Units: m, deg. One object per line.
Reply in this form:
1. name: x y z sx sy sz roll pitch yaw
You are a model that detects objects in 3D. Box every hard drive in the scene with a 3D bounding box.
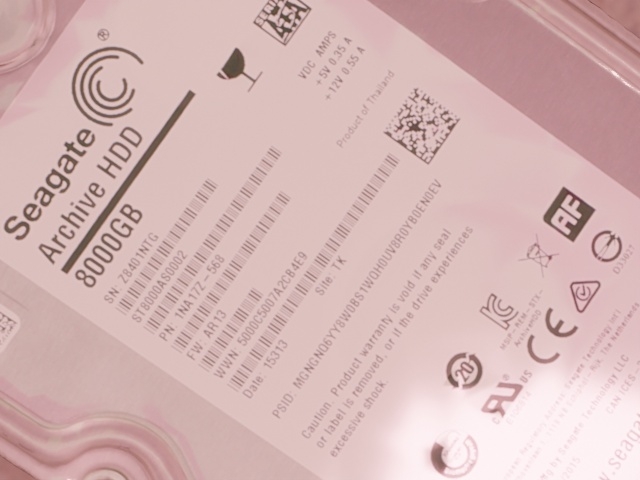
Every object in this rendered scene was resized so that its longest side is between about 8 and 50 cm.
1. hard drive: 0.000 0.000 0.466 0.339 0.064 0.237 36 86 -5
